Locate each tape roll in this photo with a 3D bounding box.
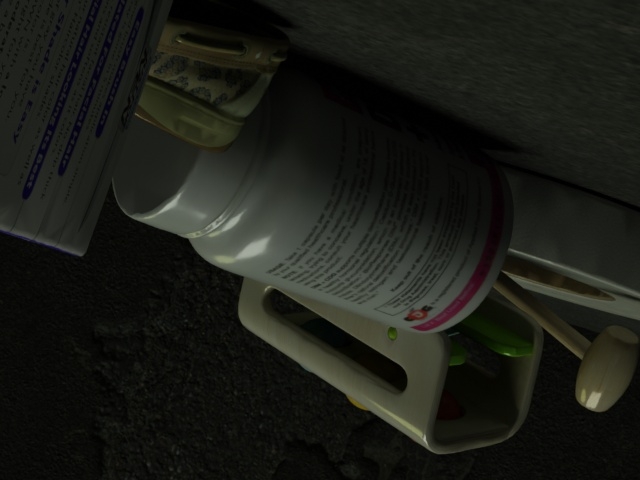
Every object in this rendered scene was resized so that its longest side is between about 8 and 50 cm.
[{"bbox_3d":[0.190,-0.004,1.440,0.392,0.072,0.392,18,177,1],"label":"tape roll"}]

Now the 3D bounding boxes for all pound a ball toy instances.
[{"bbox_3d":[0.100,0.096,1.372,0.208,0.136,0.319,-4,-157,-40],"label":"pound a ball toy"}]

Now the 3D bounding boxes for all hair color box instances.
[{"bbox_3d":[-0.149,-0.105,0.627,0.110,0.185,0.339,18,176,6],"label":"hair color box"}]

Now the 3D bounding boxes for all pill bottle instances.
[{"bbox_3d":[-0.004,-0.038,1.145,0.283,0.160,0.160,20,176,-35],"label":"pill bottle"}]

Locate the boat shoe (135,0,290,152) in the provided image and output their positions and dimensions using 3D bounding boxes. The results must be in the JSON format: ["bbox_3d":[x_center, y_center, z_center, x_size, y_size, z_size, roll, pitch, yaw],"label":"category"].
[{"bbox_3d":[-0.137,-0.146,0.899,0.285,0.089,0.104,26,-162,-48],"label":"boat shoe"}]

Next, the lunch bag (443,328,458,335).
[{"bbox_3d":[0.063,0.023,1.852,0.262,0.160,0.223,26,173,-27],"label":"lunch bag"}]
